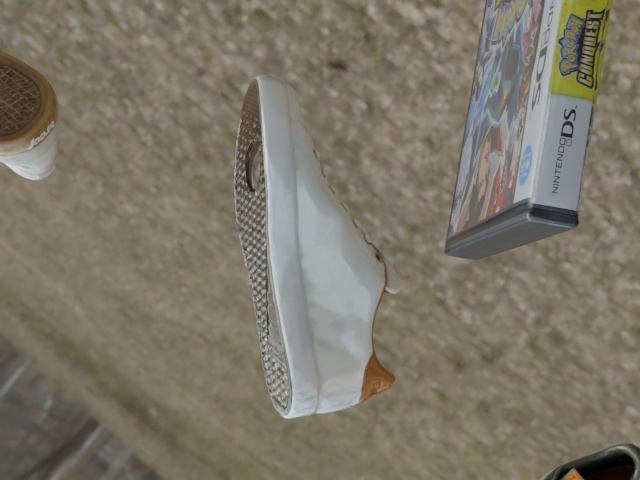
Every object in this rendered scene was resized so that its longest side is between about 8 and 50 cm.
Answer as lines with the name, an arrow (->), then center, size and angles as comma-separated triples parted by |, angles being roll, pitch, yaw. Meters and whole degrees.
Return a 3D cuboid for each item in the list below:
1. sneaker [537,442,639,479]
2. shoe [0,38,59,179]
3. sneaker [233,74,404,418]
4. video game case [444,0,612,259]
sneaker -> 0.231, 0.293, 1.424 | 0.100, 0.271, 0.108 | 52, 167, 37
shoe -> -0.228, -0.109, 0.775 | 0.219, 0.076, 0.058 | 40, 169, 19
sneaker -> 0.000, 0.000, 1.165 | 0.106, 0.123, 0.290 | 160, 102, -70
video game case -> 0.144, -0.119, 0.950 | 0.035, 0.248, 0.275 | 10, 174, -5
